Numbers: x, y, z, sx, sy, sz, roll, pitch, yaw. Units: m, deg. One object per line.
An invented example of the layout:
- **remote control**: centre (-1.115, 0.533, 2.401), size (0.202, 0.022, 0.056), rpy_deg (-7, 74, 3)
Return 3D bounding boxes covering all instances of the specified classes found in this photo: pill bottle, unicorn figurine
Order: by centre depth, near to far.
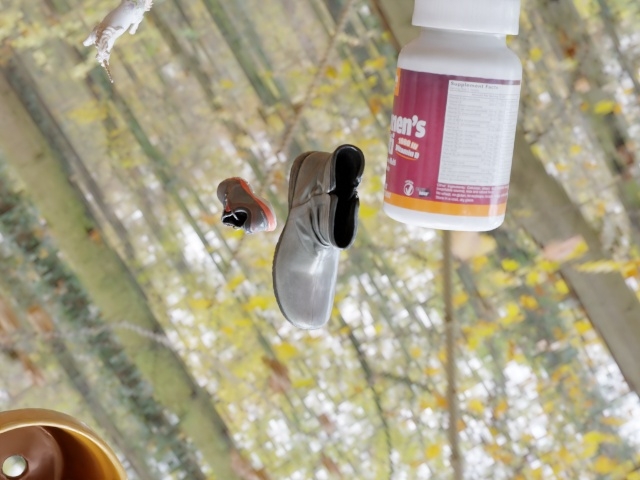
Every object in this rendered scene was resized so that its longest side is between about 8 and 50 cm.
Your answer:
- **pill bottle**: centre (0.130, -0.127, 1.255), size (0.121, 0.221, 0.121), rpy_deg (5, -170, -1)
- **unicorn figurine**: centre (-0.286, -0.290, 1.797), size (0.162, 0.060, 0.111), rpy_deg (-65, -167, -13)

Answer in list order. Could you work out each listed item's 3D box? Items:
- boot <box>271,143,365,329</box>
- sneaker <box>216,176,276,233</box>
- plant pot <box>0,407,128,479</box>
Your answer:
- **boot**: centre (0.000, 0.000, 1.642), size (0.083, 0.246, 0.161), rpy_deg (3, -177, -16)
- **sneaker**: centre (-0.129, -0.052, 1.975), size (0.065, 0.061, 0.158), rpy_deg (-22, -151, -25)
- **plant pot**: centre (-0.323, 0.267, 1.397), size (0.205, 0.205, 0.188), rpy_deg (-35, -162, -12)
